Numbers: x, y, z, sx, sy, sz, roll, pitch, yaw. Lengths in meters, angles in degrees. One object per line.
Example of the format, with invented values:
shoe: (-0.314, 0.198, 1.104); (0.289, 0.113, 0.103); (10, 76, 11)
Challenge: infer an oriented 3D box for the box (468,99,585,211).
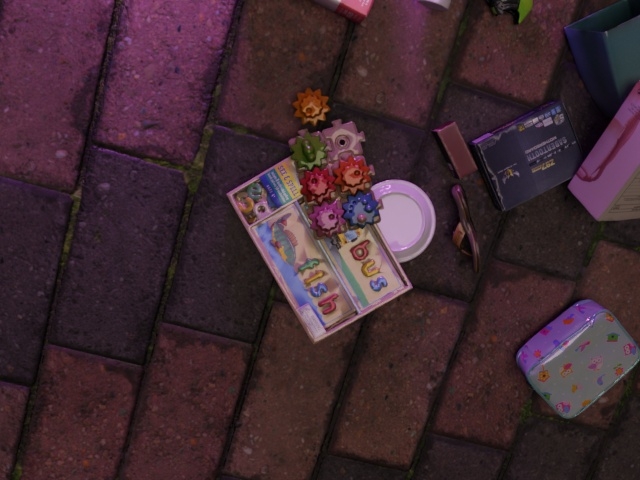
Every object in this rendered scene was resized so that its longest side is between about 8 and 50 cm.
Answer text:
box: (0.494, -0.201, 1.466); (0.232, 0.059, 0.184); (-26, 105, 1)

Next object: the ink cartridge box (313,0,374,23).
ink cartridge box: (0.004, -0.617, 1.295); (0.282, 0.117, 0.207); (23, 101, -10)

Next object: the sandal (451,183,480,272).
sandal: (0.341, -0.026, 1.484); (0.060, 0.090, 0.220); (-15, 106, 16)

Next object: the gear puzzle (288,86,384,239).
gear puzzle: (0.024, -0.180, 1.375); (0.175, 0.044, 0.339); (-15, 92, 1)

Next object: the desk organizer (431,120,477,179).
desk organizer: (0.317, -0.213, 1.455); (0.050, 0.047, 0.130); (-29, 104, 0)

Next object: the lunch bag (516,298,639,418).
lunch bag: (0.655, 0.307, 1.576); (0.279, 0.108, 0.224); (-42, 108, 7)

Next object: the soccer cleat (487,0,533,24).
soccer cleat: (0.393, -0.549, 1.376); (0.178, 0.060, 0.072); (26, 101, -13)

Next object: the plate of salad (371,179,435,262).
plate of salad: (0.177, -0.046, 1.482); (0.199, 0.048, 0.200); (0, 92, -4)

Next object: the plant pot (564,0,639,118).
plant pot: (0.691, -0.399, 1.389); (0.165, 0.165, 0.234); (-26, 114, 2)

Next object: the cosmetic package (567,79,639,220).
cosmetic package: (0.708, -0.194, 1.368); (0.153, 0.129, 0.296); (-4, 136, -26)

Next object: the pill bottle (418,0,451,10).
pill bottle: (0.271, -0.594, 1.335); (0.094, 0.094, 0.170); (15, 101, -8)

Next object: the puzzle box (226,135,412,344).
puzzle box: (0.000, 0.000, 1.432); (0.272, 0.052, 0.409); (-31, 92, 2)
